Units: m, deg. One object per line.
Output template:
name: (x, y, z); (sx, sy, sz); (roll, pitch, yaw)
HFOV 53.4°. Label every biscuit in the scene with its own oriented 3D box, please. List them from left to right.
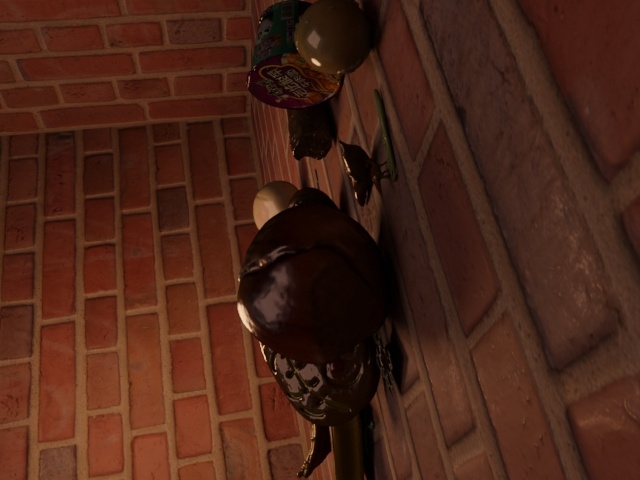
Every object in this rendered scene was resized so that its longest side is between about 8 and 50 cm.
biscuit: (-0.003, 0.269, 1.647); (0.350, 0.070, 0.394); (-49, 66, 22)

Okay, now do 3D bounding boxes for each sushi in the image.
sushi: (0.157, 0.275, 1.458); (0.120, 0.026, 0.126); (-116, 17, -55)

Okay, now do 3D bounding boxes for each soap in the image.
soap: (0.075, 0.578, 1.858); (0.199, 0.091, 0.315); (-94, 1, -70)

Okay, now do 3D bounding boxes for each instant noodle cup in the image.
instant noodle cup: (-0.068, -0.488, 1.660); (0.251, 0.251, 0.190); (110, 160, -68)

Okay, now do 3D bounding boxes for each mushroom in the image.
mushroom: (-0.141, -0.110, 2.430); (0.246, 0.202, 0.246); (12, 112, 32)

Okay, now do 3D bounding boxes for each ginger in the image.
ginger: (0.000, 0.000, 1.823); (0.165, 0.172, 0.321); (6, 112, 41)

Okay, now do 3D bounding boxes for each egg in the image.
egg: (0.028, -0.430, 1.347); (0.201, 0.164, 0.164); (-118, 24, -64)

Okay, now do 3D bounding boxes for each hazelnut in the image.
hazelnut: (-0.021, 0.100, 1.441); (0.315, 0.372, 0.372); (45, -151, -58)

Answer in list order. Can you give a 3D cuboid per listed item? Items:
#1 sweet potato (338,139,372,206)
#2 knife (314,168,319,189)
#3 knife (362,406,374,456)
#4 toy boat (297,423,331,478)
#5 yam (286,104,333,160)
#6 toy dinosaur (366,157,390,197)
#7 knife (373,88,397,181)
sweet potato: (0.094, -0.150, 1.459); (0.226, 0.068, 0.068); (67, -174, -51)
knife: (-0.011, -0.199, 2.135); (0.014, 0.005, 0.091); (112, 151, -72)
knife: (0.130, 0.545, 1.795); (0.078, 0.022, 0.166); (-103, 12, -57)
toy boat: (-0.018, 0.536, 1.871); (0.141, 0.099, 0.318); (87, -178, -50)
yam: (-0.035, -0.347, 1.840); (0.129, 0.128, 0.238); (43, -149, -48)
toy dinosaur: (0.126, -0.132, 1.330); (0.026, 0.041, 0.113); (104, 153, -54)
knife: (0.132, -0.218, 1.307); (0.030, 0.014, 0.207); (120, 142, -70)
